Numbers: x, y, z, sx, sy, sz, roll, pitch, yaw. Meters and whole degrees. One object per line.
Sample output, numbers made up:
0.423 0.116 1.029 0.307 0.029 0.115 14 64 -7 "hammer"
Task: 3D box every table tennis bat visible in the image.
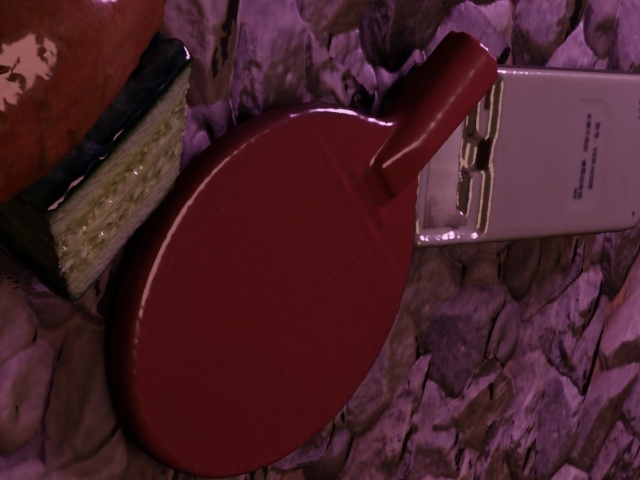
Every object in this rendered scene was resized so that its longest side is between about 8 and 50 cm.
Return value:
0.000 0.000 0.901 0.310 0.038 0.200 -50 135 -21 "table tennis bat"

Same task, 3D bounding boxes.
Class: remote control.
0.139 -0.060 1.086 0.285 0.038 0.123 -7 106 -49 "remote control"

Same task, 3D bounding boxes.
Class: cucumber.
-0.111 -0.037 0.738 0.115 0.062 0.116 -49 169 -28 "cucumber"

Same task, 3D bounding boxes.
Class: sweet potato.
-0.123 -0.100 0.649 0.337 0.131 0.131 -46 135 -32 "sweet potato"
